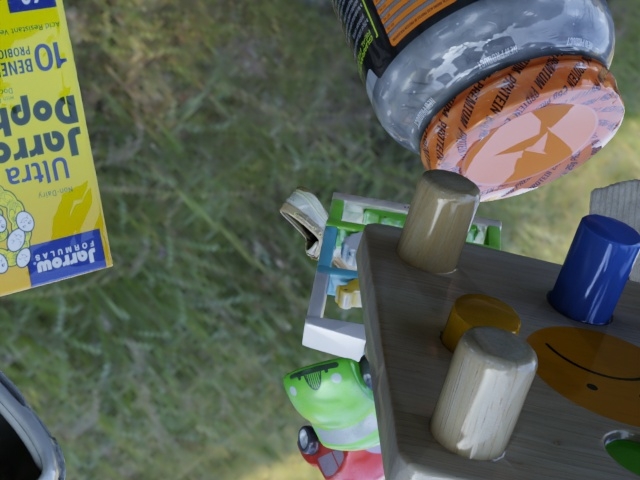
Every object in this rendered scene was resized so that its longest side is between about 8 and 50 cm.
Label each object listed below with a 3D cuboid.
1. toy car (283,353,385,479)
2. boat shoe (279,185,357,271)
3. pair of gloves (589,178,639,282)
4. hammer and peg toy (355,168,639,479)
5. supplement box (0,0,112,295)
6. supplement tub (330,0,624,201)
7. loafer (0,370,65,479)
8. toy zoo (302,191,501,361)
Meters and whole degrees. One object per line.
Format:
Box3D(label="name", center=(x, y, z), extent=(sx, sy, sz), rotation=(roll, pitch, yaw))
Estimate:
Box3D(label="toy car", center=(0.050, 0.120, 0.903), extent=(0.239, 0.053, 0.225), rotation=(-19, 159, 26))
Box3D(label="boat shoe", center=(0.000, 0.000, 1.606), extent=(0.045, 0.135, 0.050), rotation=(-42, -166, -19))
Box3D(label="pair of gloves", center=(0.323, 0.029, 1.170), extent=(0.042, 0.240, 0.204), rotation=(38, 60, -45))
Box3D(label="hammer and peg toy", center=(0.199, 0.089, 0.723), extent=(0.266, 0.361, 0.127), rotation=(-97, -159, -64))
Box3D(label="supplement box", center=(-0.392, -0.123, 1.534), extent=(0.194, 0.356, 0.195), rotation=(-16, -168, -33))
Box3D(label="supplement tub", center=(0.105, -0.201, 1.057), extent=(0.194, 0.316, 0.193), rotation=(-16, 156, -7))
Box3D(label="loafer", center=(-0.263, 0.042, 0.646), extent=(0.112, 0.319, 0.111), rotation=(-65, -169, -29))
Box3D(label="toy zoo", center=(0.088, 0.052, 1.380), extent=(0.293, 0.192, 0.030), rotation=(-79, 178, -56))
